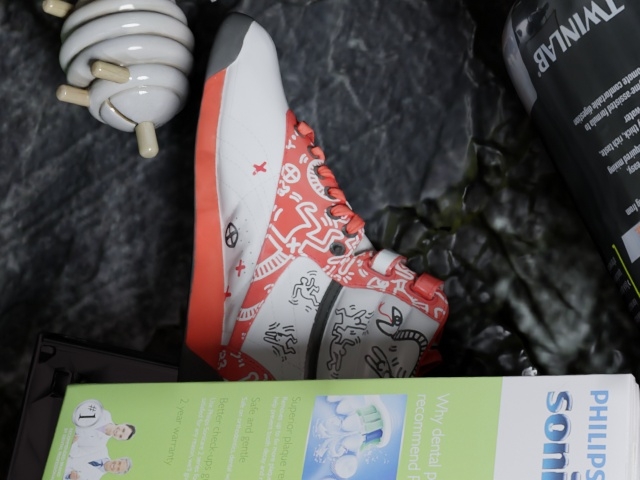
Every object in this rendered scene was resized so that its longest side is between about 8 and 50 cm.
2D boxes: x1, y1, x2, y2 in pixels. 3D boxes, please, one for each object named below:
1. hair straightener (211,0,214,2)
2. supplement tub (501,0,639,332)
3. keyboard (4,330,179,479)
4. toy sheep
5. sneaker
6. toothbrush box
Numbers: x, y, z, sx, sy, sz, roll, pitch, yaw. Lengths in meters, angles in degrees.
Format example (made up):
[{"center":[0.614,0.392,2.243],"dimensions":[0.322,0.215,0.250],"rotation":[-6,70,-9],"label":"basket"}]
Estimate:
[{"center":[-0.049,-0.185,0.916],"dimensions":[0.230,0.047,0.089],"rotation":[11,87,15],"label":"hair straightener"},{"center":[0.243,-0.001,0.701],"dimensions":[0.207,0.207,0.338],"rotation":[-28,76,13],"label":"supplement tub"},{"center":[-0.182,0.214,0.911],"dimensions":[0.201,0.033,0.317],"rotation":[11,86,13],"label":"keyboard"},{"center":[-0.117,-0.110,0.900],"dimensions":[0.091,0.091,0.132],"rotation":[-14,72,17],"label":"toy sheep"},{"center":[0.000,0.001,0.853],"dimensions":[0.145,0.090,0.270],"rotation":[2,72,2],"label":"sneaker"},{"center":[0.025,0.168,0.740],"dimensions":[0.283,0.206,0.122],"rotation":[-4,53,17],"label":"toothbrush box"}]
